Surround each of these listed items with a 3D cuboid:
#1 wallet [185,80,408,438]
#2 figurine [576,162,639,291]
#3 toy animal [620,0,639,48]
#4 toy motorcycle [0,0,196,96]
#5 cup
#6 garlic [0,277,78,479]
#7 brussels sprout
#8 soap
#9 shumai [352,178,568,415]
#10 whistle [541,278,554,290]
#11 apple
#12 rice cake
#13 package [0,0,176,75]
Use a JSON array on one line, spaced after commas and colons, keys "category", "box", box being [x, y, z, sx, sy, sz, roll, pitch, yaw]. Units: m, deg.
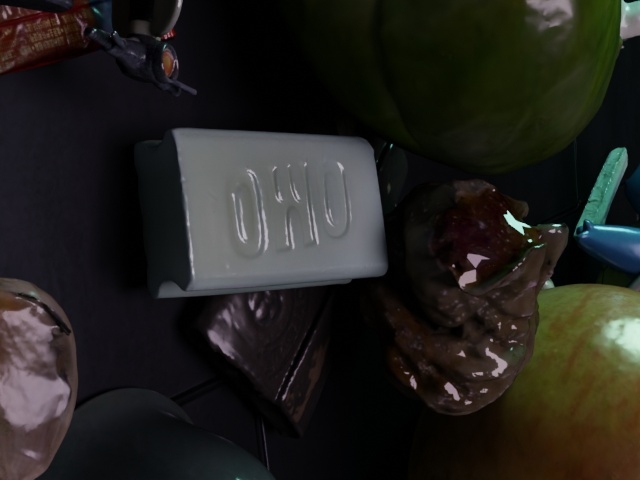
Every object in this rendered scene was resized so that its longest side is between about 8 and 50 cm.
[{"category": "wallet", "box": [0.000, 0.000, 0.902, 0.170, 0.044, 0.321, 53, 50, -38]}, {"category": "figurine", "box": [0.453, 0.074, 1.392, 0.298, 0.243, 0.417, -1, 87, -46]}, {"category": "toy animal", "box": [0.250, -0.316, 1.137, 0.249, 0.174, 0.289, -5, 96, -42]}, {"category": "toy motorcycle", "box": [-0.159, -0.171, 0.610, 0.263, 0.091, 0.157, -5, 95, -44]}, {"category": "cup", "box": [-0.091, 0.207, 0.693, 0.199, 0.150, 0.199, -1, 91, -54]}, {"category": "garlic", "box": [-0.191, 0.087, 0.631, 0.084, 0.066, 0.152, -21, 107, -23]}, {"category": "brussels sprout", "box": [0.114, -0.243, 0.847, 0.314, 0.275, 0.371, 11, 72, -50]}, {"category": "soap", "box": [-0.042, -0.021, 0.782, 0.198, 0.066, 0.119, -3, 84, -43]}, {"category": "shumai", "box": [0.142, 0.024, 0.880, 0.184, 0.185, 0.218, 48, 34, -4]}, {"category": "whistle", "box": [0.256, 0.096, 1.242, 0.235, 0.077, 0.114, 29, 100, -45]}, {"category": "apple", "box": [0.263, 0.225, 1.007, 0.364, 0.363, 0.364, -3, 93, -54]}, {"category": "rice cake", "box": [0.415, -0.064, 1.487, 0.033, 0.033, 0.208, 59, 46, -31]}, {"category": "package", "box": [-0.176, -0.156, 0.668, 0.200, 0.022, 0.083, -30, 111, -48]}]
